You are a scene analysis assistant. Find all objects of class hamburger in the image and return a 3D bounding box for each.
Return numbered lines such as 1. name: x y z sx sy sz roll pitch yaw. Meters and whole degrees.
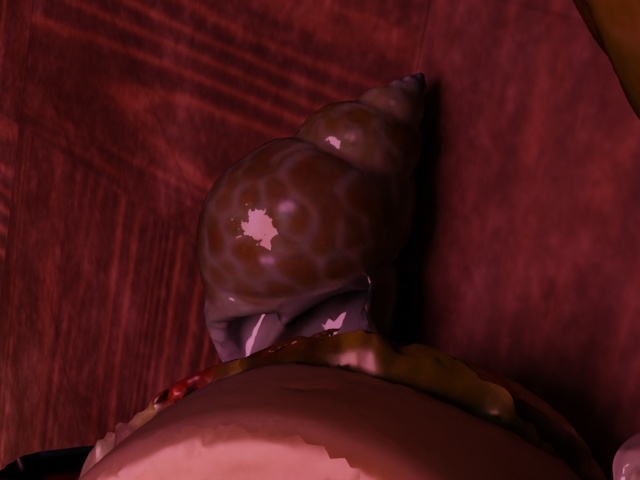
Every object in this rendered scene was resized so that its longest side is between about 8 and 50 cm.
1. hamburger: 0.009 0.188 0.540 0.302 0.170 0.302 0 89 24

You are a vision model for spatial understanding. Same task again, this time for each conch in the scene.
1. conch: -0.007 0.007 0.667 0.116 0.106 0.173 9 118 34

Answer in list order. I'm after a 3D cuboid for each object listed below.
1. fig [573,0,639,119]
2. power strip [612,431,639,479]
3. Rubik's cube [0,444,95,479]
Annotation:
1. fig: 0.146 -0.095 0.415 0.154 0.144 0.165 -25 80 65
2. power strip: 0.160 0.208 0.396 0.098 0.058 0.338 -16 77 54
3. Rubik's cube: -0.164 0.286 0.736 0.288 0.283 0.293 -34 61 51
